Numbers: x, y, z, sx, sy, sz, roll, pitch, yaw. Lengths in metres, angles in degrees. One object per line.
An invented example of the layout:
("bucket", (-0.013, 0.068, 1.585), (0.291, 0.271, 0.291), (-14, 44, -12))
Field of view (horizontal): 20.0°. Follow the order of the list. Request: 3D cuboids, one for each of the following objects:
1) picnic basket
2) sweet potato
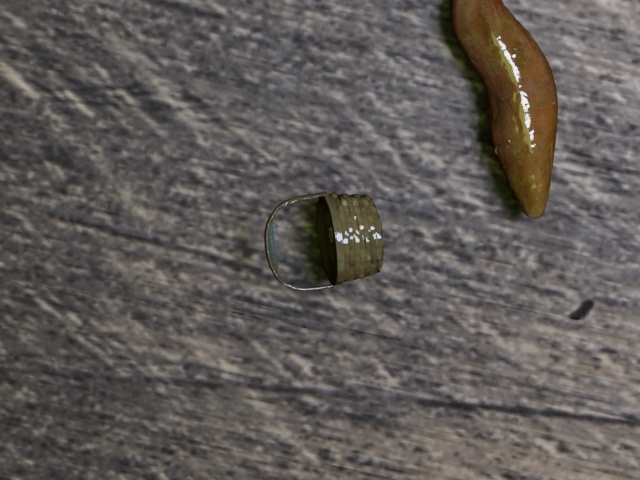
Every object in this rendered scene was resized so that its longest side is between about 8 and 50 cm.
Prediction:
("picnic basket", (0.000, 0.000, 1.326), (0.083, 0.072, 0.072), (-8, 97, -13))
("sweet potato", (0.140, -0.116, 1.326), (0.055, 0.058, 0.202), (-14, 94, 44))
